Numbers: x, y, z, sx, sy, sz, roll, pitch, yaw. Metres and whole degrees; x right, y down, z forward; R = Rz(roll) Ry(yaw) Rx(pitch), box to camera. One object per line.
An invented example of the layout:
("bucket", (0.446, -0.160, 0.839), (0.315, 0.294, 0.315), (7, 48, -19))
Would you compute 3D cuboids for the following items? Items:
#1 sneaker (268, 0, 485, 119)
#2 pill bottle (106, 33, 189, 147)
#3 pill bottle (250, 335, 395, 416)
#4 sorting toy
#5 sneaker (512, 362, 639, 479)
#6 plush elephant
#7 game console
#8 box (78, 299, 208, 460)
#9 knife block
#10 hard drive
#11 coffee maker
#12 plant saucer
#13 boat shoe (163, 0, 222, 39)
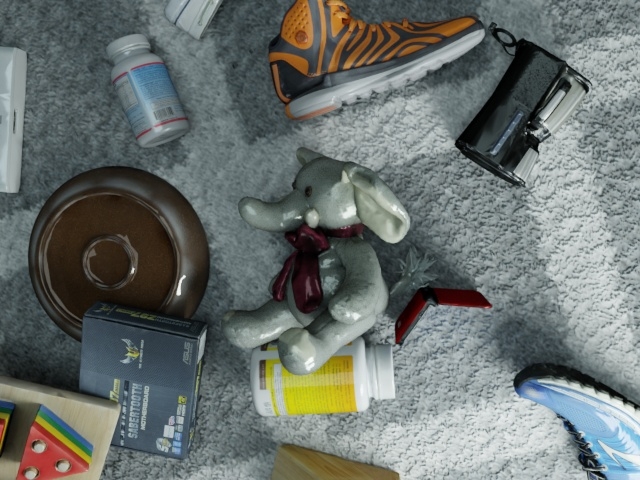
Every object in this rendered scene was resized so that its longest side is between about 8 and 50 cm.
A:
("sneaker", (0.069, -0.311, 1.022), (0.321, 0.124, 0.180), (-19, 93, 6))
("pill bottle", (-0.271, -0.233, 1.077), (0.087, 0.087, 0.160), (-22, 92, 6))
("pill bottle", (0.006, 0.208, 1.070), (0.215, 0.117, 0.117), (-4, 94, 6))
("sorting toy", (-0.464, 0.347, 1.041), (0.255, 0.089, 0.257), (17, 105, -13))
("sneaker", (0.429, 0.303, 1.034), (0.330, 0.130, 0.147), (31, 94, 2))
("plush elephant", (0.000, 0.000, 0.987), (0.330, 0.272, 0.255), (-24, 103, -18))
("game console", (0.178, 0.113, 1.033), (0.085, 0.144, 0.124), (35, 96, 3))
("box", (-0.284, 0.224, 1.098), (0.183, 0.059, 0.233), (12, 110, 3))
("knife block", (0.047, 0.412, 1.019), (0.275, 0.242, 0.088), (14, 94, 4))
("hard drive", (-0.666, -0.209, 1.135), (0.353, 0.047, 0.233), (5, 94, 5))
("coffee maker", (0.279, -0.194, 1.029), (0.171, 0.120, 0.178), (38, 96, 25))
("plant saucer", (-0.337, 0.034, 1.124), (0.310, 0.050, 0.311), (1, 95, 6))
("boat shoe", (-0.145, -0.411, 1.066), (0.076, 0.083, 0.226), (40, 108, -10))
